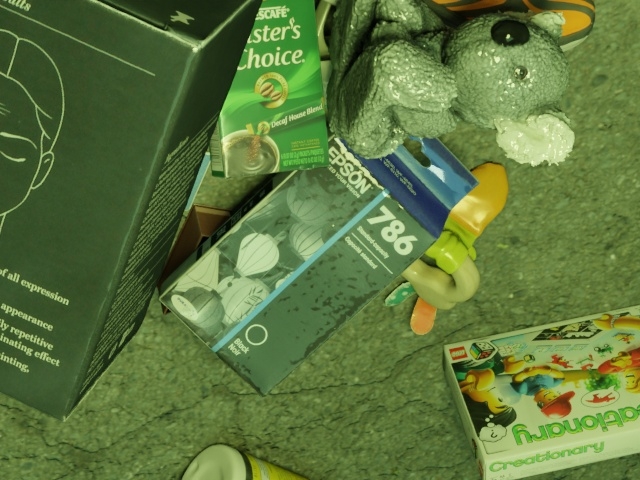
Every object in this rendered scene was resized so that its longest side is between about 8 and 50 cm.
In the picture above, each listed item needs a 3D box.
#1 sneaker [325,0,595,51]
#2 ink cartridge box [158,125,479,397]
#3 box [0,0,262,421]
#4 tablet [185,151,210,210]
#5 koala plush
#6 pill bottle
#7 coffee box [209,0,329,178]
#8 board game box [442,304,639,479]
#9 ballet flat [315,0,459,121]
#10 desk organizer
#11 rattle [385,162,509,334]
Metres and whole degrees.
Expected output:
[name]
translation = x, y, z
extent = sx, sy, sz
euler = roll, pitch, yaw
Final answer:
[sneaker]
translation = 0.151, -0.289, 1.766
extent = 0.321, 0.124, 0.180
euler = 9, 131, -24
[ink cartridge box]
translation = 0.000, 0.000, 1.947
extent = 0.333, 0.065, 0.165
euler = -44, 102, 9
[box]
translation = -0.268, -0.092, 1.644
extent = 0.294, 0.212, 0.395
euler = 25, 116, 4
[tablet]
translation = -0.154, -0.067, 1.970
extent = 0.054, 0.006, 0.083
euler = 9, 129, -23
[koala plush]
translation = 0.129, -0.160, 1.689
extent = 0.221, 0.196, 0.203
euler = 3, 149, -13
[pill bottle]
translation = -0.068, 0.344, 2.312
extent = 0.208, 0.119, 0.119
euler = 27, 121, -35
[coffee box]
translation = -0.056, -0.155, 1.734
extent = 0.113, 0.040, 0.184
euler = -7, 97, -21
[board game box]
translation = 0.320, 0.181, 2.218
extent = 0.305, 0.193, 0.053
euler = -12, 135, -6
[ballet flat]
translation = -0.025, -0.189, 1.825
extent = 0.400, 0.139, 0.139
euler = -2, 133, -20
[desk organizer]
translation = -0.139, 0.025, 2.032
extent = 0.047, 0.050, 0.130
euler = 9, 129, -24
[rattle]
translation = 0.145, 0.009, 2.116
extent = 0.130, 0.142, 0.199
euler = 13, 153, 14
